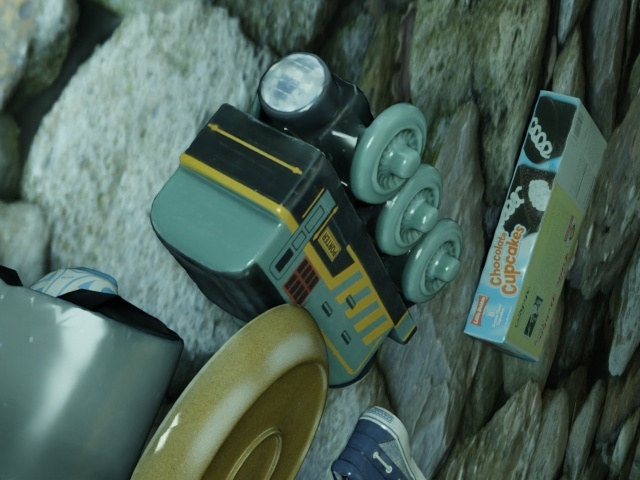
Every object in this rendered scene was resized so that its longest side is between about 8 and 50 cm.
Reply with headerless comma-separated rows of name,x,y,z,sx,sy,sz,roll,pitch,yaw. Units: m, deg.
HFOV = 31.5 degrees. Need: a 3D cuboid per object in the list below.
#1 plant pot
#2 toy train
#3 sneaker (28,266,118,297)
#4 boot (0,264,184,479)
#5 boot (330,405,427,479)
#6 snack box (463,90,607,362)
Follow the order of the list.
plant pot,-0.058,0.154,0.762,0.236,0.032,0.236,-50,156,-31
toy train,0.000,0.000,0.878,0.190,0.142,0.334,-52,151,-13
sneaker,-0.152,0.129,0.703,0.086,0.085,0.237,-38,140,-60
boot,-0.148,0.235,0.467,0.146,0.367,0.445,50,60,-72
boot,0.062,0.263,1.208,0.086,0.069,0.190,-50,137,-27
snack box,0.285,-0.011,1.478,0.187,0.060,0.322,30,78,-62
